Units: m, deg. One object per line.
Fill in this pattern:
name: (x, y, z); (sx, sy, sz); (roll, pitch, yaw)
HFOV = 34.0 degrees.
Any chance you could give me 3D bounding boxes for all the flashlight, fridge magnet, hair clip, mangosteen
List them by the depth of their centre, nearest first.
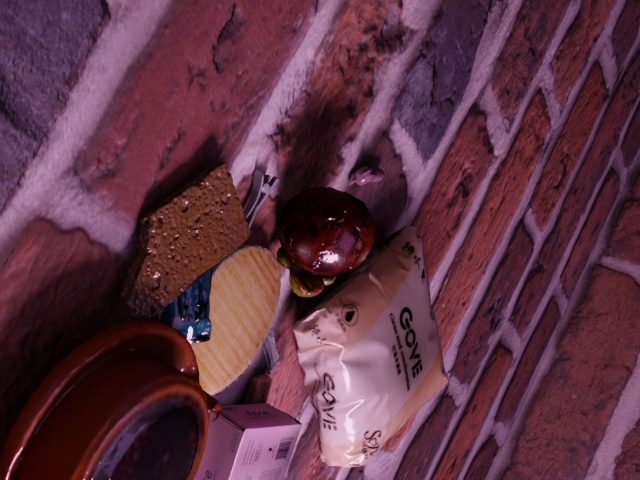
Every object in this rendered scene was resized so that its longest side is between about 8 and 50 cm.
fridge magnet: (-0.278, 0.277, 1.381); (0.363, 0.155, 0.364); (-41, 144, -38)
hair clip: (-0.108, -0.056, 1.594); (0.039, 0.030, 0.115); (37, 74, -43)
mangosteen: (0.000, 0.000, 1.705); (0.180, 0.166, 0.166); (-60, 156, 16)
flashlight: (0.087, -0.121, 1.905); (0.052, 0.031, 0.110); (-34, 172, 24)

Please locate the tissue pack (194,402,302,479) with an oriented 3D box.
tissue pack: (-0.145, 0.406, 1.783); (0.148, 0.092, 0.246); (8, 105, -50)

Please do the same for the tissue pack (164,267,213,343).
tissue pack: (-0.186, 0.081, 1.489); (0.085, 0.028, 0.138); (-3, 94, -39)

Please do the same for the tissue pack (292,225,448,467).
tissue pack: (0.093, 0.203, 2.008); (0.390, 0.195, 0.376); (-40, 130, -43)

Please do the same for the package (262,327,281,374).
package: (-0.088, 0.192, 1.833); (0.037, 0.015, 0.110); (-52, 151, -31)

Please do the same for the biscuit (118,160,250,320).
biscuit: (-0.195, 0.001, 1.436); (0.237, 0.026, 0.131); (-41, 125, -34)

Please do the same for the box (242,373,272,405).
box: (-0.117, 0.293, 1.847); (0.048, 0.025, 0.115); (-5, 114, -63)

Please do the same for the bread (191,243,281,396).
bread: (-0.152, 0.124, 1.631); (0.267, 0.040, 0.267); (-41, 143, -41)
